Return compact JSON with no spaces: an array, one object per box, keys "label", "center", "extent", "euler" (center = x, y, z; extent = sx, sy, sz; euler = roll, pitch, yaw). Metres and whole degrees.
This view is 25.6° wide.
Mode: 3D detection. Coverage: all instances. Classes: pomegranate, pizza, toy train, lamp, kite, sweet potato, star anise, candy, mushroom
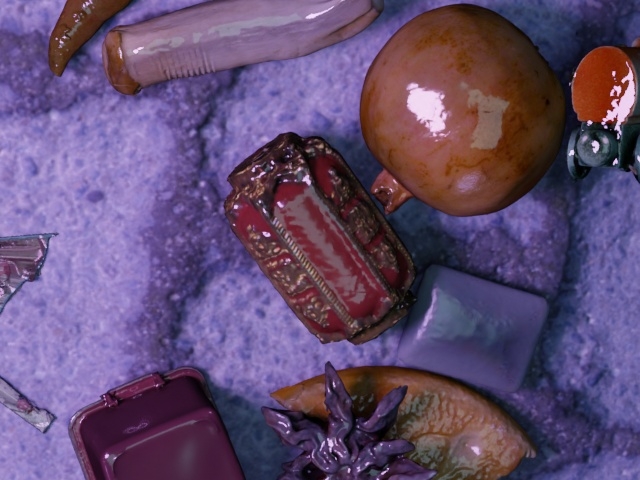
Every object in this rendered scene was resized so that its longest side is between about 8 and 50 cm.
[{"label":"pomegranate","center":[0.158,-0.142,1.689],"extent":[0.270,0.229,0.252],"euler":[-42,93,11]},{"label":"pizza","center":[0.109,0.258,1.845],"extent":[0.365,0.074,0.182],"euler":[7,99,-8]},{"label":"toy train","center":[0.386,-0.159,1.706],"extent":[0.116,0.285,0.177],"euler":[7,99,33]},{"label":"lamp","center":[0.000,0.000,1.735],"extent":[0.177,0.177,0.274],"euler":[-36,105,1]},{"label":"kite","center":[-0.486,0.126,1.776],"extent":[0.368,0.014,0.406],"euler":[39,95,-12]},{"label":"sweet potato","center":[-0.247,-0.315,1.691],"extent":[0.067,0.067,0.274],"euler":[36,89,-12]},{"label":"star anise","center":[0.038,0.288,1.748],"extent":[0.212,0.129,0.283],"euler":[-4,95,3]},{"label":"candy","center":[0.198,0.115,1.826],"extent":[0.174,0.071,0.138],"euler":[17,100,-9]},{"label":"mushroom","center":[-0.095,-0.252,1.690],"extent":[0.351,0.123,0.095],"euler":[-15,89,2]}]

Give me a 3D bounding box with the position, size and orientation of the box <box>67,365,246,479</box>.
[{"label":"box","center":[-0.177,0.323,1.763],"extent":[0.193,0.167,0.294],"euler":[-23,104,-15]}]
